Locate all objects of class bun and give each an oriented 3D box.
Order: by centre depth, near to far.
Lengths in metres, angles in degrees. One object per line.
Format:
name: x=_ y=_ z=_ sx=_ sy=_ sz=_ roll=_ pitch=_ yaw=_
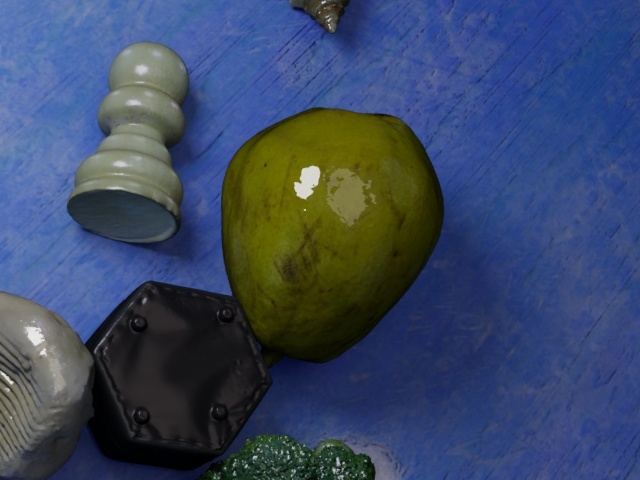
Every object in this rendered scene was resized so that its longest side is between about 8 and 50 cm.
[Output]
bun: x=-0.349 y=0.165 z=1.707 sx=0.133 sy=0.231 sz=0.231 roll=-11 pitch=76 yaw=-59

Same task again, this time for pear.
pear: x=0.000 y=0.000 z=1.868 sx=0.287 sy=0.287 sz=0.375 roll=25 pitch=87 yaw=-15

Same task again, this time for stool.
stool: x=-0.182 y=0.166 z=1.799 sx=0.232 sy=0.141 sz=0.232 roll=8 pitch=70 yaw=-23

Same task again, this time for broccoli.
broccoli: x=-0.036 y=0.331 z=1.792 sx=0.269 sy=0.269 sz=0.254 roll=0 pitch=116 yaw=-24

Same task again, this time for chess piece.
chess piece: x=-0.232 y=-0.138 z=1.890 sx=0.144 sy=0.144 sz=0.251 roll=17 pitch=61 yaw=-19

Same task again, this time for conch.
conch: x=0.021 y=-0.391 z=2.092 sx=0.137 sy=0.114 sz=0.234 roll=35 pitch=56 yaw=-25
